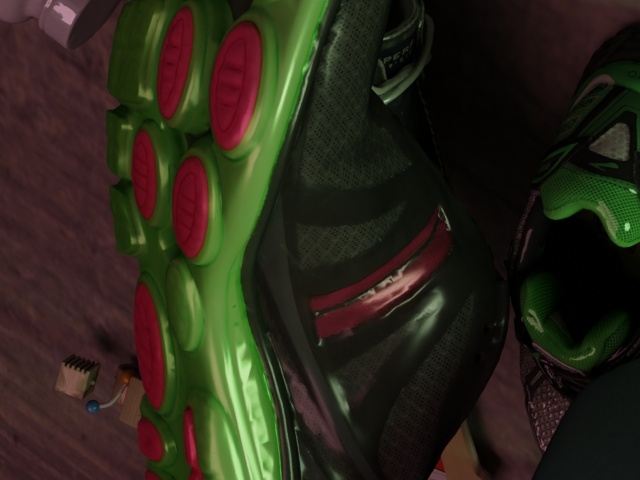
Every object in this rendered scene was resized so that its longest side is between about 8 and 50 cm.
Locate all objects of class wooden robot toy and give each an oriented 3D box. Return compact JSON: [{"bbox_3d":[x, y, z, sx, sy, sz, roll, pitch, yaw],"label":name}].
[{"bbox_3d":[-0.142,0.120,1.554,0.173,0.076,0.079,22,106,27],"label":"wooden robot toy"}]

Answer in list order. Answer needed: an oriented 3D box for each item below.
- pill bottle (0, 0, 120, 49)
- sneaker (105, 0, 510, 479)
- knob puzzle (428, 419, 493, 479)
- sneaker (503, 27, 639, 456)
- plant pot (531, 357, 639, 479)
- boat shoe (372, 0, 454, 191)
[{"bbox_3d":[-0.213,-0.205,1.210,0.169,0.094,0.094,38,146,4],"label":"pill bottle"},{"bbox_3d":[0.000,0.000,1.019,0.185,0.202,0.482,44,141,48],"label":"sneaker"},{"bbox_3d":[0.055,0.157,1.409,0.213,0.030,0.213,25,143,21],"label":"knob puzzle"},{"bbox_3d":[0.157,0.040,1.073,0.134,0.146,0.343,24,143,24],"label":"sneaker"},{"bbox_3d":[0.221,0.167,0.977,0.290,0.195,0.290,-8,154,-4],"label":"plant pot"},{"bbox_3d":[0.006,-0.114,1.071,0.119,0.121,0.335,-5,125,47],"label":"boat shoe"}]
